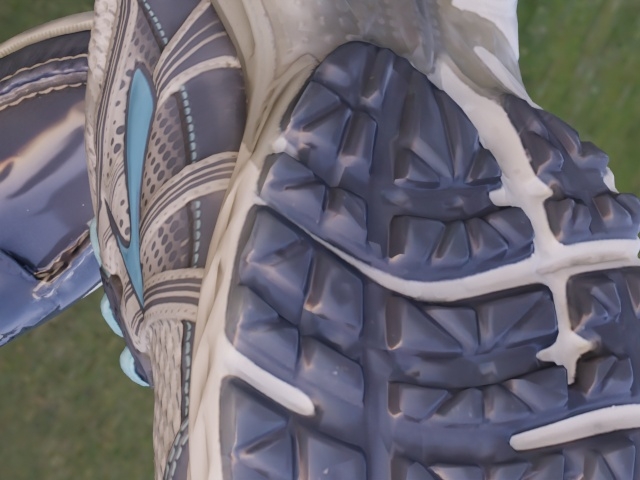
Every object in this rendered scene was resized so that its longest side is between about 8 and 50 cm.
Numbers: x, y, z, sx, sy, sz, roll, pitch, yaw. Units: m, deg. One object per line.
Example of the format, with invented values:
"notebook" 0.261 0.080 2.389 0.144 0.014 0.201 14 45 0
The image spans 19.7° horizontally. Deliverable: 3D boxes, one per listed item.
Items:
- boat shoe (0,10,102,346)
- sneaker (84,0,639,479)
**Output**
"boat shoe" -0.147 0.011 0.645 0.254 0.095 0.079 -30 -169 24
"sneaker" 0.000 0.000 0.423 0.122 0.110 0.283 -44 -140 47
